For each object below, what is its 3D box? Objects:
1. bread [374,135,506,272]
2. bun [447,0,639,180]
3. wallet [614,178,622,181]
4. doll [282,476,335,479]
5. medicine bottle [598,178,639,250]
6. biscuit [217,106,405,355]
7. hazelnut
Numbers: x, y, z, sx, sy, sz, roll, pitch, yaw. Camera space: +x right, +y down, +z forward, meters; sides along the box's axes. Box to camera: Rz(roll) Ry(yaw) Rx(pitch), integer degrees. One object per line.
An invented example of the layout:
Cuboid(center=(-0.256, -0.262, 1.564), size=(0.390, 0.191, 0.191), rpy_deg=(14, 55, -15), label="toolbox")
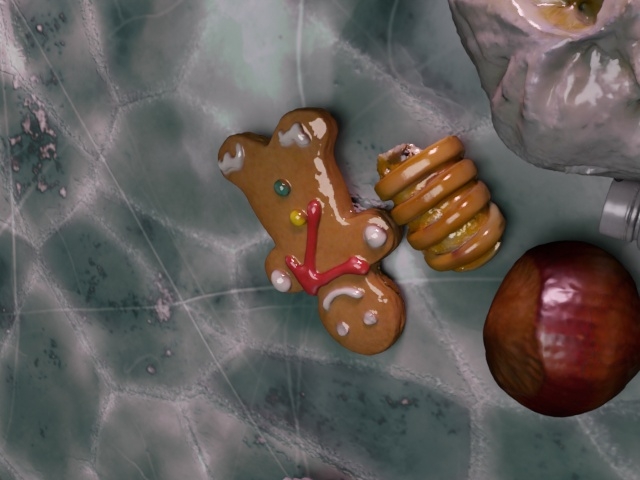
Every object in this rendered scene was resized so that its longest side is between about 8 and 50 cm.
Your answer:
Cuboid(center=(0.140, -0.042, 0.956), size=(0.119, 0.084, 0.177), rpy_deg=(-33, 91, 33), label="bread")
Cuboid(center=(0.272, -0.222, 0.725), size=(0.354, 0.194, 0.355), rpy_deg=(1, 91, 44), label="bun")
Cuboid(center=(0.350, -0.180, 0.802), size=(0.244, 0.025, 0.124), rpy_deg=(-49, 52, 30), label="wallet")
Cuboid(center=(0.032, 0.380, 1.150), size=(0.195, 0.070, 0.096), rpy_deg=(23, 145, 19), label="doll")
Cuboid(center=(0.360, -0.021, 0.837), size=(0.130, 0.080, 0.080), rpy_deg=(16, 112, 25), label="medicine bottle")
Cuboid(center=(0.000, 0.000, 1.050), size=(0.216, 0.047, 0.340), rpy_deg=(-18, 100, 37), label="biscuit")
Cuboid(center=(0.263, 0.105, 0.900), size=(0.170, 0.160, 0.202), rpy_deg=(46, 159, 24), label="hazelnut")
